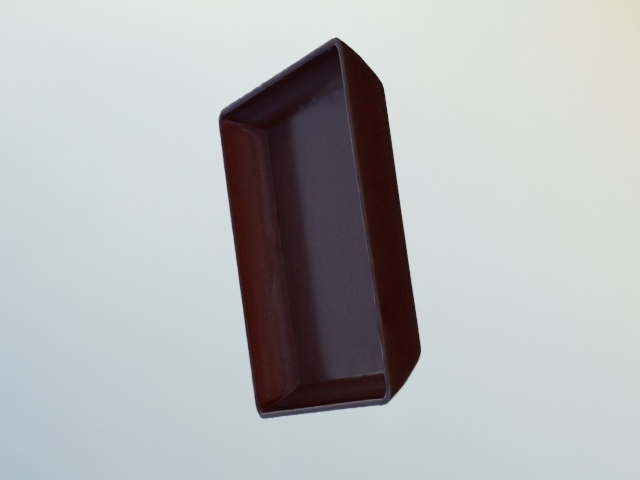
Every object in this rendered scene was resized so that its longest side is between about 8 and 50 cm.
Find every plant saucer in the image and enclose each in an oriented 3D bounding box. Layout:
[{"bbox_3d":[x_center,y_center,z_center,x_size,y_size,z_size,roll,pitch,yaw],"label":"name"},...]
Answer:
[{"bbox_3d":[0.000,0.000,1.235,0.047,0.259,0.258,-5,-96,-24],"label":"plant saucer"}]
